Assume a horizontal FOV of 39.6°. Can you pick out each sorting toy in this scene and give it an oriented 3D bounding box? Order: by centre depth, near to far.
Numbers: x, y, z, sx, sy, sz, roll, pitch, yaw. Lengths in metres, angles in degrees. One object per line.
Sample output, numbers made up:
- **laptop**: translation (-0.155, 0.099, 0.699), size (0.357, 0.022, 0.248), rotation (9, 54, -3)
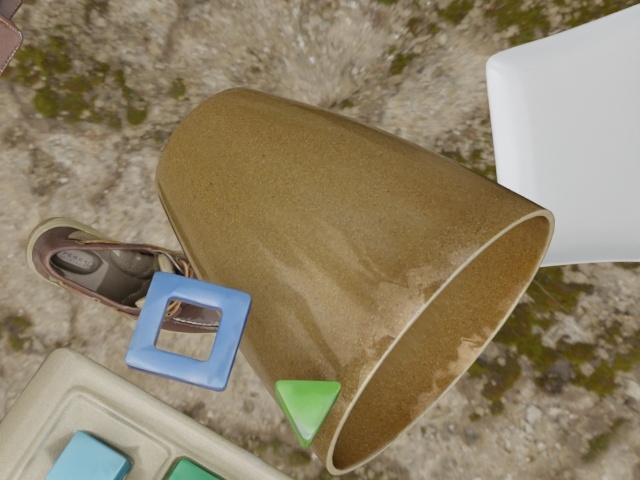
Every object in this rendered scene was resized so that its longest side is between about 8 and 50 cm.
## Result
- **sorting toy**: translation (-0.115, 0.173, 0.467), size (0.196, 0.047, 0.347), rotation (28, 69, 8)

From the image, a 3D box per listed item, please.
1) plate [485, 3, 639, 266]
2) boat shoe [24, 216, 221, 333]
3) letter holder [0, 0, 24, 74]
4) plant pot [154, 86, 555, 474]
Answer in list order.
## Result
- **plate**: translation (0.315, -0.110, 1.041), size (0.045, 0.277, 0.278), rotation (-7, 90, -32)
- **boat shoe**: translation (-0.234, 0.063, 1.236), size (0.342, 0.123, 0.123), rotation (25, 88, -30)
- **letter holder**: translation (-0.525, -0.353, 1.131), size (0.214, 0.152, 0.302), rotation (-50, 139, 12)
- **plant pot**: translation (0.000, 0.000, 0.668), size (0.254, 0.237, 0.237), rotation (40, 97, 21)
